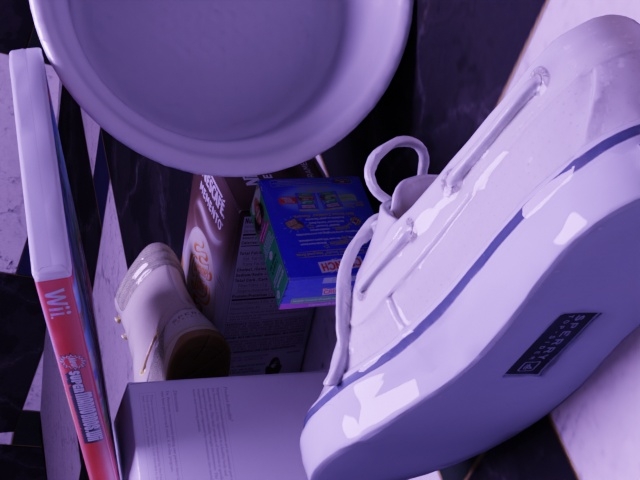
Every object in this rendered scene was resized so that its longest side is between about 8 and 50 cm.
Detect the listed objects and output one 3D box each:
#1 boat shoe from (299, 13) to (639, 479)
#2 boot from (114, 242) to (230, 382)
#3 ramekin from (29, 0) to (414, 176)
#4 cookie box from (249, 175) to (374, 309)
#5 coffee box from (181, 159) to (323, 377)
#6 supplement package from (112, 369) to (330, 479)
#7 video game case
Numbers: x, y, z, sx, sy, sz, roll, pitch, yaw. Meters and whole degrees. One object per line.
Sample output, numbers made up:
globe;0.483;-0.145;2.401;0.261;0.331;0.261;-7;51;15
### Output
boat shoe;0.074;0.013;0.597;0.367;0.135;0.157;121;142;-50
boot;-0.152;0.127;1.005;0.165;0.077;0.213;54;136;48
ramekin;-0.079;-0.187;0.809;0.135;0.277;0.277;-167;76;-76
cookie box;0.000;0.000;0.850;0.040;0.091;0.107;107;153;-45
coffee box;-0.070;0.031;1.022;0.141;0.098;0.247;-121;35;-48
supplement package;-0.056;0.224;0.854;0.149;0.203;0.194;120;144;-54
video game case;-0.184;0.033;0.775;0.285;0.025;0.204;93;163;-51
